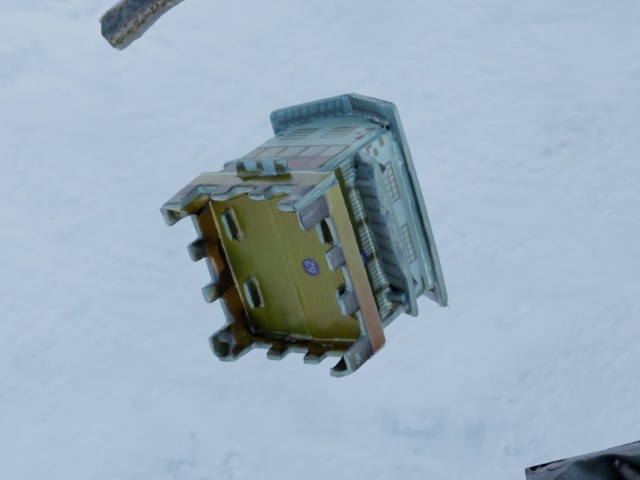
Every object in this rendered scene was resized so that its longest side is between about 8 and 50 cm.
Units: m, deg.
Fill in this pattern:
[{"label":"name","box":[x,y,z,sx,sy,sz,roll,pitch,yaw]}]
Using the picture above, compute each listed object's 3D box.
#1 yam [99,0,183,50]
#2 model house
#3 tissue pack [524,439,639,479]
[{"label":"yam","box":[-0.191,-0.346,1.718,0.253,0.061,0.061,-33,85,23]},{"label":"model house","box":[0.000,0.000,1.256,0.198,0.215,0.224,3,120,42]},{"label":"tissue pack","box":[0.362,0.306,1.270,0.332,0.123,0.245,-20,56,34]}]
